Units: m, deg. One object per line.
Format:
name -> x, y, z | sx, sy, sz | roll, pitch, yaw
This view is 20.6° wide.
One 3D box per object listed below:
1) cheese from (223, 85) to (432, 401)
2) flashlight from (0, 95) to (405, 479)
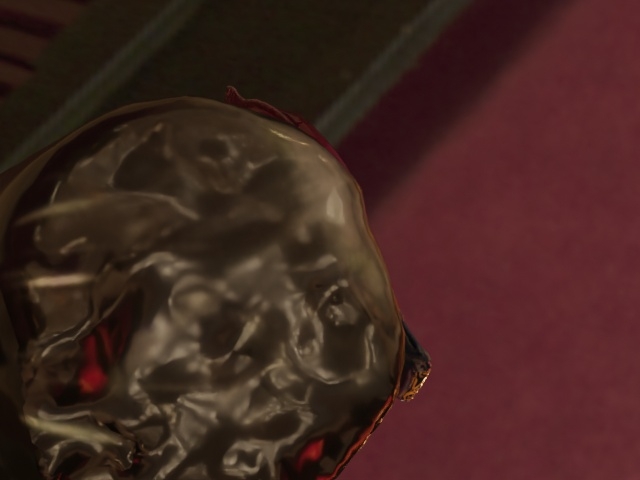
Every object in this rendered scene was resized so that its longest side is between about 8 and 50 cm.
cheese -> 0.000, 0.000, 0.712 | 0.038, 0.145, 0.095 | -30, 163, -20
flashlight -> -0.119, 0.046, 0.535 | 0.103, 0.424, 0.103 | 5, 79, -28
